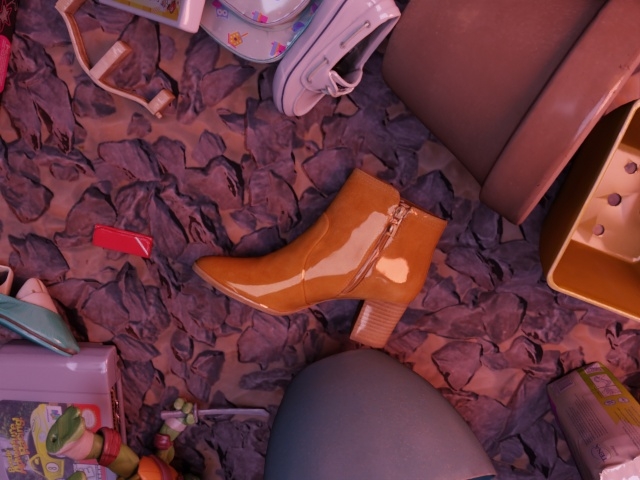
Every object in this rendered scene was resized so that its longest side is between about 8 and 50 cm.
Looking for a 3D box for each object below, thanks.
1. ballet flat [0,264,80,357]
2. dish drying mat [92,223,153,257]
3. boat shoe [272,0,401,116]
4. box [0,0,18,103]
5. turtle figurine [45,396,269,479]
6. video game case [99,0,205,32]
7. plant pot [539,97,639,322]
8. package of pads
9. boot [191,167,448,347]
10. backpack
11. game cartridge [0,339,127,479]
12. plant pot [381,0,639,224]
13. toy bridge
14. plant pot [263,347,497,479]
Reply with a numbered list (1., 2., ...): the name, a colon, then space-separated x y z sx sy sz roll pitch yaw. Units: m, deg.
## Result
1. ballet flat: -0.441 0.082 0.853 0.247 0.083 0.087 21 69 1
2. dish drying mat: -0.280 0.001 0.858 0.083 0.008 0.032 13 105 1
3. boat shoe: 0.011 -0.200 0.692 0.083 0.226 0.076 -29 78 -31
4. box: -0.479 -0.261 0.727 0.142 0.163 0.247 17 104 -2
5. turtle figurine: -0.208 0.303 0.820 0.274 0.266 0.198 -6 64 36
6. video game case: -0.175 -0.353 0.677 0.227 0.026 0.207 32 110 42
7. plant pot: 0.379 -0.032 0.708 0.212 0.187 0.212 21 105 0
8. package of pads: 0.407 0.338 0.777 0.101 0.229 0.297 -25 100 10
9. boot: 0.001 0.000 0.799 0.295 0.104 0.211 20 99 -6
10. backpack: -0.060 -0.300 0.699 0.165 0.144 0.188 35 114 -3
11. game cartridge: -0.395 0.295 0.919 0.195 0.060 0.295 2 104 8
12. plant pot: 0.201 -0.187 0.671 0.229 0.263 0.263 36 104 13
13. toy bridge: -0.273 -0.232 0.790 0.063 0.026 0.188 -39 98 15
14. plant pot: 0.050 0.257 0.784 0.290 0.290 0.196 -26 60 10
